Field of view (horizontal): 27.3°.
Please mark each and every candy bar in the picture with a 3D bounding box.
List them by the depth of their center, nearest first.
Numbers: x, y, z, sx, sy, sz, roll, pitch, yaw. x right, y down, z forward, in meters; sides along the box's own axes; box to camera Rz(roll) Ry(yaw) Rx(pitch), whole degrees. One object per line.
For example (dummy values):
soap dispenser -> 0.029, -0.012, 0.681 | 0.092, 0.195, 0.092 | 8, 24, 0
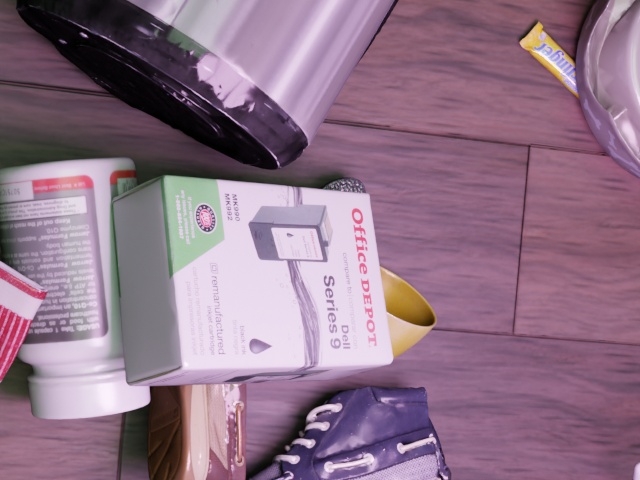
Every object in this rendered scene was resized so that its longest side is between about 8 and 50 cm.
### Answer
candy bar -> 0.330, -0.221, 1.741 | 0.161, 0.018, 0.040 | 41, 80, -11

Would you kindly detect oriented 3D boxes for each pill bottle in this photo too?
pill bottle -> -0.277, 0.052, 1.504 | 0.161, 0.161, 0.283 | -6, 92, -15

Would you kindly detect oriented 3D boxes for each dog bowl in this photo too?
dog bowl -> 0.491, -0.224, 1.730 | 0.348, 0.102, 0.349 | 0, 89, -19

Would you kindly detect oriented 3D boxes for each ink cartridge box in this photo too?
ink cartridge box -> -0.073, 0.048, 1.469 | 0.289, 0.121, 0.211 | 2, 74, -39

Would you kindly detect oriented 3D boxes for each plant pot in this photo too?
plant pot -> 0.061, 0.100, 1.624 | 0.134, 0.134, 0.095 | 29, 110, -13

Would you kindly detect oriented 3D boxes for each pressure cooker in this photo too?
pressure cooker -> -0.080, -0.332, 1.446 | 0.369, 0.375, 0.420 | 31, 83, -10

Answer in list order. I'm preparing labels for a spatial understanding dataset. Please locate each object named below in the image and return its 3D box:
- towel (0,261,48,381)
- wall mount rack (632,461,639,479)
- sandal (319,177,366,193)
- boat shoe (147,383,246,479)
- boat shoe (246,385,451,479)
towel -> -0.474, 0.134, 1.441 | 0.237, 0.037, 0.329 | 31, 103, -4
wall mount rack -> 0.347, 0.455, 1.691 | 0.350, 0.130, 0.304 | -22, 96, -15
sandal -> 0.000, 0.000, 1.647 | 0.067, 0.040, 0.179 | 23, 99, -9
boat shoe -> -0.125, 0.137, 1.554 | 0.123, 0.123, 0.342 | 14, 64, -32
boat shoe -> -0.010, 0.268, 1.612 | 0.340, 0.127, 0.158 | -5, 79, -17
